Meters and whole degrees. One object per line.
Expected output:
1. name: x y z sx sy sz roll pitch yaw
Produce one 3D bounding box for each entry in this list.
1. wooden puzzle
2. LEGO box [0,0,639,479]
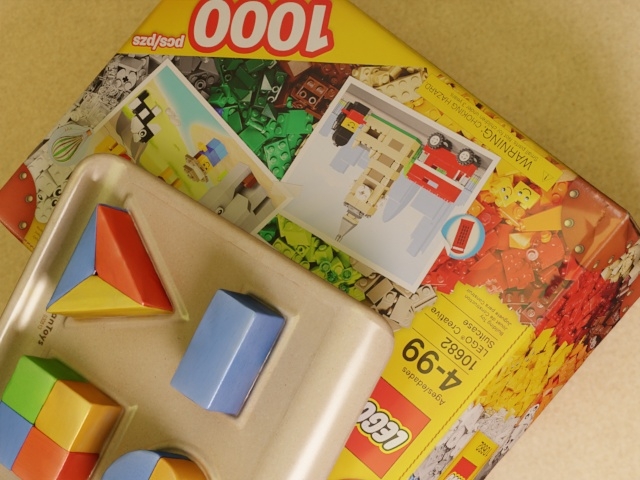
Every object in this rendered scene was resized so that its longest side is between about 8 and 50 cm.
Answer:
1. wooden puzzle: -0.150 0.130 1.661 0.348 0.080 0.322 30 97 27
2. LEGO box: 0.000 0.000 1.794 0.500 0.193 0.372 39 89 26
